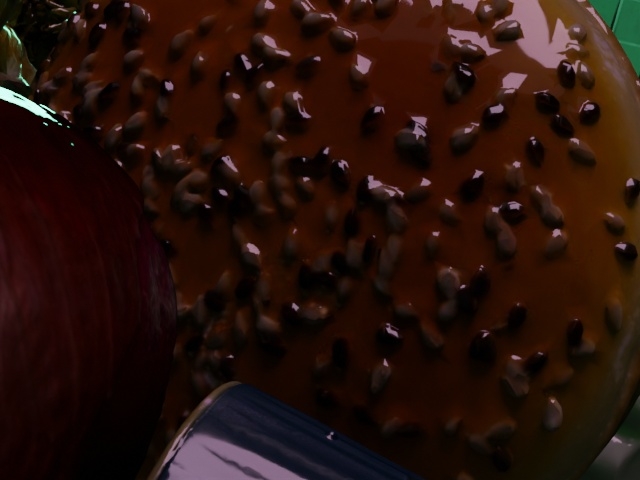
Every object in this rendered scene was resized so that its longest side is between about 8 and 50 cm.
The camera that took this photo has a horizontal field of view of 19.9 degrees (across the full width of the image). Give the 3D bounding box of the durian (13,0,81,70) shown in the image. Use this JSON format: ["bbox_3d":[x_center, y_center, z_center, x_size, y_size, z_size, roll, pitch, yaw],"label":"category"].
[{"bbox_3d":[-0.149,-0.169,1.384,0.258,0.293,0.258,48,-9,10],"label":"durian"}]

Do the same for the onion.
[{"bbox_3d":[-0.153,0.082,0.472,0.272,0.195,0.272,-21,-9,-4],"label":"onion"}]

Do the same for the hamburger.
[{"bbox_3d":[0.000,0.000,0.749,0.300,0.300,0.176,21,1,29],"label":"hamburger"}]

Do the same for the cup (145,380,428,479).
[{"bbox_3d":[0.021,0.136,0.553,0.155,0.131,0.176,22,-12,13],"label":"cup"}]

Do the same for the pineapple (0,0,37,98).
[{"bbox_3d":[-0.296,-0.105,0.808,0.352,0.352,0.300,18,3,19],"label":"pineapple"}]

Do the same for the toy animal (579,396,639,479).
[{"bbox_3d":[0.139,0.073,0.927,0.178,0.127,0.193,10,11,-31],"label":"toy animal"}]
